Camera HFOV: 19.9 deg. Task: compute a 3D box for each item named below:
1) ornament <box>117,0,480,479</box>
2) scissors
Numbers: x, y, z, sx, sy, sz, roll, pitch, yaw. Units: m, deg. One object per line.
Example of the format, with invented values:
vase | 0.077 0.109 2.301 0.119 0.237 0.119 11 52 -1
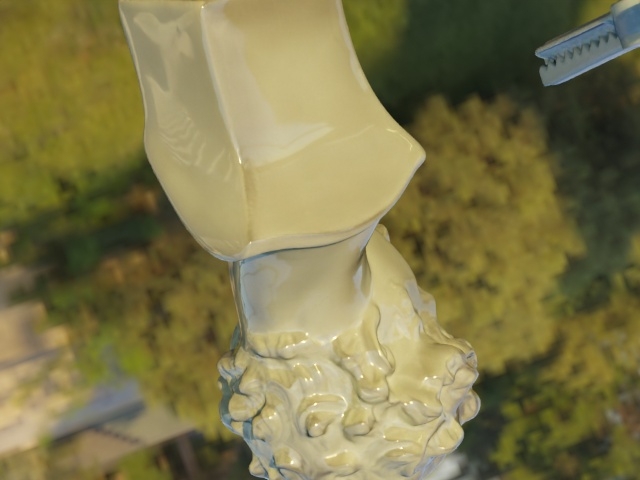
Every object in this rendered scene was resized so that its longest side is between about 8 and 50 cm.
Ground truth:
ornament | -0.008 0.005 0.820 0.130 0.285 0.120 -39 -140 -22
scissors | 0.197 -0.131 1.042 0.125 0.030 0.256 -18 179 -26
